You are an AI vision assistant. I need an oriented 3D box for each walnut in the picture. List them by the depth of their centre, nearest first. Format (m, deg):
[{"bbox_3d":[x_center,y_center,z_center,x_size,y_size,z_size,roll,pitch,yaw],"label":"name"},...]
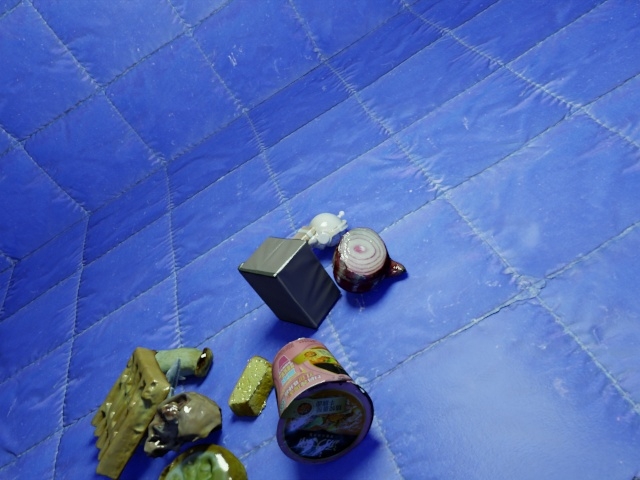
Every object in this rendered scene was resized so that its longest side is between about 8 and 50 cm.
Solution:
[{"bbox_3d":[-0.357,0.479,1.614,0.238,0.204,0.141,-32,74,31],"label":"walnut"}]

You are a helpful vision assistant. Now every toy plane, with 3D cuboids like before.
[{"bbox_3d":[-0.455,0.479,1.785,0.212,0.088,0.267,12,75,45],"label":"toy plane"}]

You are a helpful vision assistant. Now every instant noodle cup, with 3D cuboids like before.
[{"bbox_3d":[-0.020,0.373,1.484,0.244,0.244,0.255,-35,28,0],"label":"instant noodle cup"}]

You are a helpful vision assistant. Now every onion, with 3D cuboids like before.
[{"bbox_3d":[0.143,0.074,1.769,0.218,0.140,0.195,14,44,0],"label":"onion"}]

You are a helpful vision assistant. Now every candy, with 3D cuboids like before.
[{"bbox_3d":[-0.299,0.632,1.484,0.260,0.118,0.260,-21,40,19],"label":"candy"}]

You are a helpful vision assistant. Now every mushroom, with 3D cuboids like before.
[{"bbox_3d":[-0.470,0.393,1.933,0.312,0.081,0.100,-10,41,33],"label":"mushroom"}]

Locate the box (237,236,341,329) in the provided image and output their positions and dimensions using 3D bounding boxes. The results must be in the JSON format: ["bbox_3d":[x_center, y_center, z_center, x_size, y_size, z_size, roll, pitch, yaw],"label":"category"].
[{"bbox_3d":[-0.087,0.121,1.784,0.188,0.252,0.153,8,52,45],"label":"box"}]

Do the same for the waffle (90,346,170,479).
[{"bbox_3d":[-0.564,0.488,1.783,0.304,0.077,0.348,-61,26,-4],"label":"waffle"}]

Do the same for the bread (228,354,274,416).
[{"bbox_3d":[-0.185,0.407,1.703,0.103,0.065,0.187,-3,44,45],"label":"bread"}]

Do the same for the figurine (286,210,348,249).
[{"bbox_3d":[-0.001,-0.004,1.975,0.237,0.141,0.162,-36,12,-19],"label":"figurine"}]
